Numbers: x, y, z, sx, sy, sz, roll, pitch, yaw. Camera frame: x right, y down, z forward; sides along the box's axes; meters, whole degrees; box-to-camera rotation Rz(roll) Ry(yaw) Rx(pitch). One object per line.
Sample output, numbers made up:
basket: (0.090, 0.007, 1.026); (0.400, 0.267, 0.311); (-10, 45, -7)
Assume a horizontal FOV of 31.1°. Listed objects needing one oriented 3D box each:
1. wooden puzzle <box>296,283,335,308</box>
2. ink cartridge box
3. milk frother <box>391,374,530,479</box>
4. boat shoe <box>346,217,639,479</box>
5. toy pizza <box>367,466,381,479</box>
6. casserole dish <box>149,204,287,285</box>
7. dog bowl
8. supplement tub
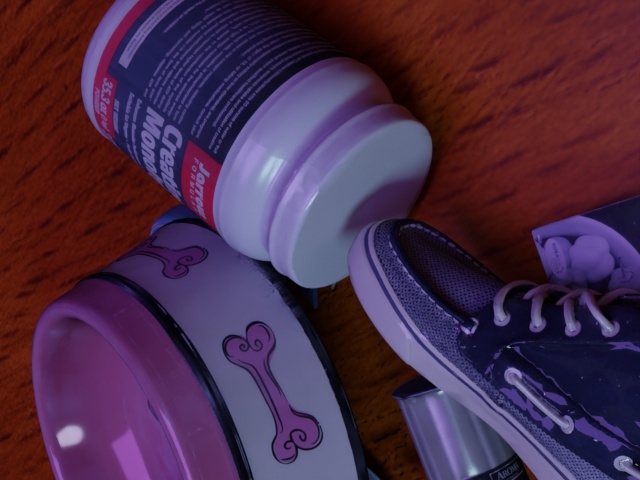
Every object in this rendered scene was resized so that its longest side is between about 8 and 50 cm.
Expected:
wooden puzzle: (0.000, 0.000, 1.094); (0.078, 0.014, 0.116); (44, 125, 28)
ink cartridge box: (0.282, 0.059, 0.852); (0.208, 0.045, 0.206); (-21, 87, 40)
milk frother: (0.108, 0.176, 0.969); (0.143, 0.129, 0.134); (-20, 91, 35)
boat shoe: (0.174, 0.068, 0.840); (0.340, 0.127, 0.158); (45, 129, 18)
toy pizza: (0.018, 0.296, 1.138); (0.201, 0.032, 0.201); (11, 107, 37)
casserole dish: (-0.115, 0.027, 1.181); (0.188, 0.037, 0.114); (10, 107, 39)
dog bowl: (-0.135, 0.194, 1.090); (0.408, 0.150, 0.407); (32, 131, 44)
supplement tub: (-0.058, -0.104, 0.999); (0.272, 0.191, 0.191); (39, 123, 27)
